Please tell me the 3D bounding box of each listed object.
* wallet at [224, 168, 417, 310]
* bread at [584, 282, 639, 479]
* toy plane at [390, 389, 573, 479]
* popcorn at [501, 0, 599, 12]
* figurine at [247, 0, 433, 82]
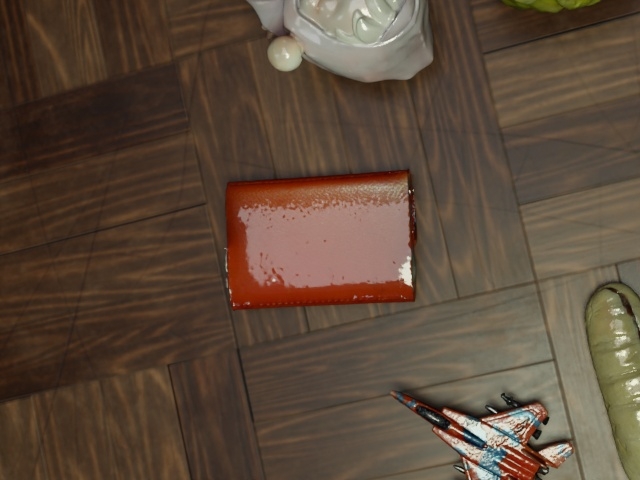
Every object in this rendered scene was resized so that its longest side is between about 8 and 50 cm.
[{"bbox_3d":[0.000,0.000,1.232,0.204,0.045,0.142,-4,84,11],"label":"wallet"},{"bbox_3d":[0.317,0.147,1.153,0.073,0.053,0.214,-14,84,7],"label":"bread"},{"bbox_3d":[0.157,0.202,1.181,0.189,0.061,0.130,29,94,16],"label":"toy plane"},{"bbox_3d":[0.247,-0.348,1.118,0.242,0.235,0.250,12,105,53],"label":"popcorn"},{"bbox_3d":[-0.004,-0.261,1.204,0.276,0.133,0.200,30,81,15],"label":"figurine"}]
